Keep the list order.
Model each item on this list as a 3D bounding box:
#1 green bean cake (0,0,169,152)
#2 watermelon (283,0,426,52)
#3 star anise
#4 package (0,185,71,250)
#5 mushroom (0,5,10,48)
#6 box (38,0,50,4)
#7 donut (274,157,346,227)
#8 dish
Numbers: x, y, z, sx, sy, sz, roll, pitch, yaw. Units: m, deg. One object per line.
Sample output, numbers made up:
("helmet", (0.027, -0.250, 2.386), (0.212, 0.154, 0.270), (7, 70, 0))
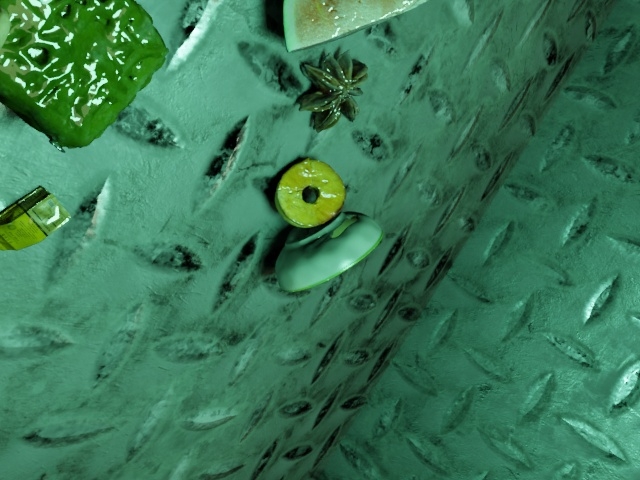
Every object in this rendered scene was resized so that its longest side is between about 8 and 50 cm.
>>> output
("green bean cake", (-0.389, -0.296, 0.797), (0.247, 0.156, 0.250), (-51, 147, -10))
("watermelon", (0.065, -0.550, 1.133), (0.292, 0.319, 0.222), (-72, 143, -63))
("star anise", (0.040, -0.373, 1.341), (0.236, 0.093, 0.229), (-49, 141, -17))
("package", (-0.521, -0.031, 0.959), (0.131, 0.047, 0.071), (-42, 148, -23))
("mushroom", (-0.488, -0.325, 0.570), (0.328, 0.159, 0.122), (55, 45, -31))
("box", (-0.329, -0.402, 0.619), (0.210, 0.330, 0.095), (-47, 146, -14))
("donut", (-0.033, -0.115, 1.414), (0.190, 0.174, 0.075), (-53, -168, -23))
("dish", (0.000, 0.000, 1.481), (0.324, 0.324, 0.124), (-37, 105, -26))
